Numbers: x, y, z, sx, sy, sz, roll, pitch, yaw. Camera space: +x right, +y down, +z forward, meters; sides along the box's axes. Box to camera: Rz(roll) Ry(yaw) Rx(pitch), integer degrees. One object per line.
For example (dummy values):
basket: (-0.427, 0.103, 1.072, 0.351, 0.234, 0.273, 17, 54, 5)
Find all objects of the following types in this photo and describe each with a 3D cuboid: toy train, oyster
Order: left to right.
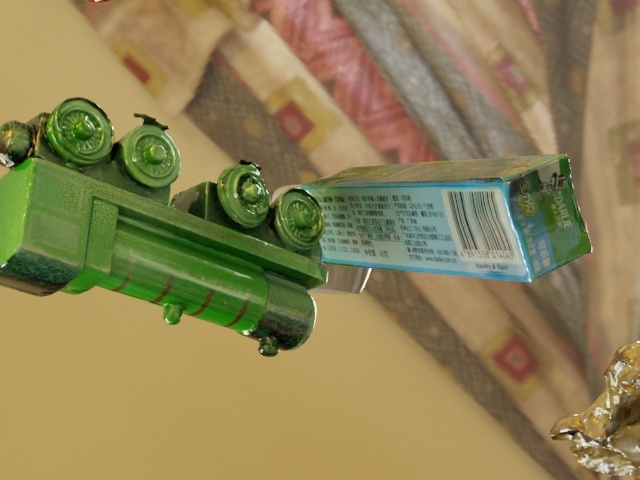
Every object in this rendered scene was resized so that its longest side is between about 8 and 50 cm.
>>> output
toy train: (-0.098, -0.001, 0.820, 0.251, 0.119, 0.085, 22, -31, -34)
oyster: (0.419, 0.202, 1.546, 0.337, 0.197, 0.133, 126, 160, -46)

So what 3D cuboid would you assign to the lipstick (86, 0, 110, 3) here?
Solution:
lipstick: (-0.240, -0.338, 1.178, 0.080, 0.080, 0.241, -42, -57, -25)

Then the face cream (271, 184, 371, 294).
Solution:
face cream: (0.000, 0.000, 1.271, 0.117, 0.117, 0.104, 20, -107, -76)

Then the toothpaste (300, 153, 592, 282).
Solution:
toothpaste: (0.071, -0.017, 0.838, 0.050, 0.065, 0.266, -24, 12, -24)
